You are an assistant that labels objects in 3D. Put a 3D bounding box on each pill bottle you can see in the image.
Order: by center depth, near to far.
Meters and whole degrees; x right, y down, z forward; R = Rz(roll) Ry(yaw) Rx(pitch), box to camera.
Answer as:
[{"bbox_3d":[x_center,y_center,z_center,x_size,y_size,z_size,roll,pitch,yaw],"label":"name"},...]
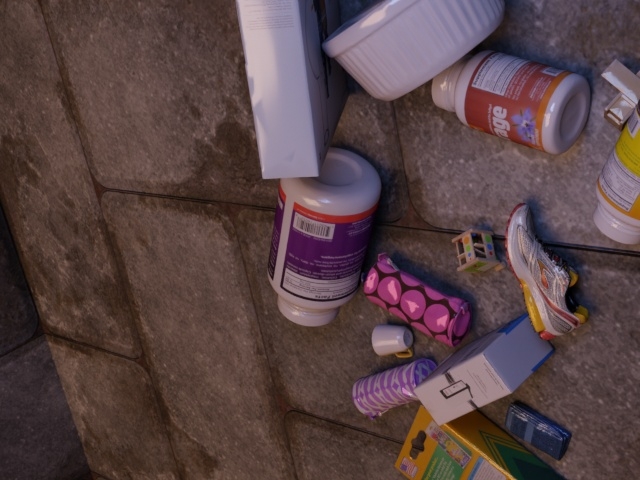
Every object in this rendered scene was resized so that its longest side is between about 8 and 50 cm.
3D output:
[{"bbox_3d":[0.455,-0.099,1.379,0.117,0.117,0.215,39,136,23],"label":"pill bottle"},{"bbox_3d":[0.278,-0.212,1.489,0.216,0.121,0.121,24,129,35],"label":"pill bottle"},{"bbox_3d":[0.000,0.000,1.855,0.181,0.181,0.323,34,134,27],"label":"pill bottle"}]

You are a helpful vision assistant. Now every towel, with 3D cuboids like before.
[{"bbox_3d":[0.384,0.340,1.787,0.119,0.029,0.067,29,132,30],"label":"towel"}]

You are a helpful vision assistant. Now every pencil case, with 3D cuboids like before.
[{"bbox_3d":[0.177,0.106,1.813,0.209,0.095,0.098,28,116,28],"label":"pencil case"},{"bbox_3d":[0.147,0.290,1.952,0.206,0.086,0.088,-29,77,50],"label":"pencil case"}]

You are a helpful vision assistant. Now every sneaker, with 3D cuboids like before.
[{"bbox_3d":[0.362,0.043,1.603,0.092,0.088,0.225,-18,100,28],"label":"sneaker"}]

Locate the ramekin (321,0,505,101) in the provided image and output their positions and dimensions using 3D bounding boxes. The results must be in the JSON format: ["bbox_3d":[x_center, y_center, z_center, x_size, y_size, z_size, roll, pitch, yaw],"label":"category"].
[{"bbox_3d":[0.144,-0.315,1.464,0.273,0.273,0.127,-22,108,50],"label":"ramekin"}]

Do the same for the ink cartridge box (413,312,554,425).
[{"bbox_3d":[0.279,0.224,1.732,0.086,0.148,0.203,54,141,3],"label":"ink cartridge box"}]

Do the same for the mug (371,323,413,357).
[{"bbox_3d":[0.147,0.190,1.928,0.064,0.078,0.062,-9,74,39],"label":"mug"}]

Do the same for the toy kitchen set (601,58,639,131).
[{"bbox_3d":[0.426,-0.211,1.409,0.068,0.075,0.083,44,98,13],"label":"toy kitchen set"}]

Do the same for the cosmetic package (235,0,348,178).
[{"bbox_3d":[-0.033,-0.298,1.570,0.097,0.377,0.284,0,117,9],"label":"cosmetic package"}]

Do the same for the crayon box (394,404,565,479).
[{"bbox_3d":[0.308,0.451,1.890,0.323,0.083,0.203,37,135,23],"label":"crayon box"}]

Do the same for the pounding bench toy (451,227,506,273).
[{"bbox_3d":[0.272,0.017,1.692,0.052,0.083,0.065,-34,56,47],"label":"pounding bench toy"}]
